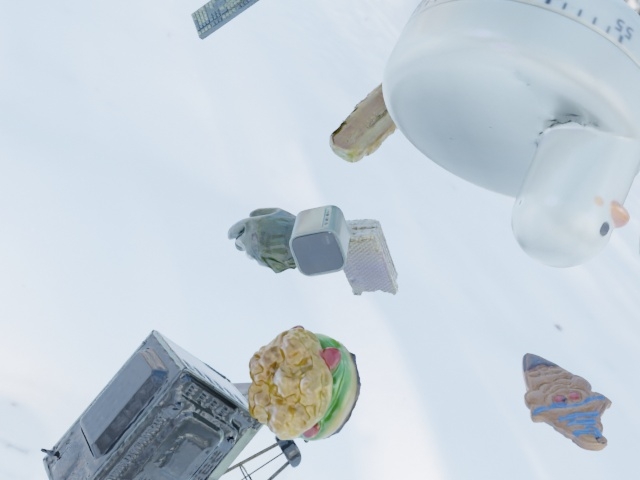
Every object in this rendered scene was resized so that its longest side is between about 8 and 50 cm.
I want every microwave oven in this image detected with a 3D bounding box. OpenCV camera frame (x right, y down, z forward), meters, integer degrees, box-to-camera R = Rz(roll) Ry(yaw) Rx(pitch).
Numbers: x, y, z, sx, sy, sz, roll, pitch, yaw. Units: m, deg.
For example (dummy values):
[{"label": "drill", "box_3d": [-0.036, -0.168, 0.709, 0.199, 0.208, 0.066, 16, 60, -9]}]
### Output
[{"label": "microwave oven", "box_3d": [-0.337, 0.418, 1.392, 0.286, 0.355, 0.218, 46, -9, -36]}]

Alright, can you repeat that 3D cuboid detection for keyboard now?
[{"label": "keyboard", "box_3d": [-0.156, -0.428, 1.212, 0.014, 0.176, 0.055, 7, 60, -63]}]

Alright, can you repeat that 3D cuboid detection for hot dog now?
[{"label": "hot dog", "box_3d": [0.126, -0.242, 1.226, 0.083, 0.068, 0.289, 38, 67, 17]}]

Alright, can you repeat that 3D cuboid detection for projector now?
[{"label": "projector", "box_3d": [0.000, 0.000, 1.111, 0.082, 0.083, 0.083, -79, 155, -57]}]

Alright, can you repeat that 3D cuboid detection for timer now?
[{"label": "timer", "box_3d": [0.162, -0.104, 0.574, 0.234, 0.240, 0.233, 25, -15, 7]}]

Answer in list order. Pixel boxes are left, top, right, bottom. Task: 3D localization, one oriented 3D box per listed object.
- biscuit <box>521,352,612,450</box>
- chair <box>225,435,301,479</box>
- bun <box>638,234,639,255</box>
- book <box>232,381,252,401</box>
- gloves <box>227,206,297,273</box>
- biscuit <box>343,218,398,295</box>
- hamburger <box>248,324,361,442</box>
[{"label": "biscuit", "box_3d": [0.532, 0.344, 1.492, 0.183, 0.043, 0.280, -10, 40, -13]}, {"label": "chair", "box_3d": [-0.151, 0.580, 1.731, 0.104, 0.222, 0.095, 56, -5, 7]}, {"label": "bun", "box_3d": [0.727, 0.037, 1.278, 0.259, 0.160, 0.259, 15, 32, -10]}, {"label": "book", "box_3d": [-0.161, 0.405, 1.776, 0.182, 0.014, 0.127, -2, 17, -6]}, {"label": "gloves", "box_3d": [-0.084, -0.001, 1.320, 0.107, 0.268, 0.135, 31, 68, -46]}, {"label": "biscuit", "box_3d": [0.094, 0.039, 1.446, 0.239, 0.108, 0.061, 65, 28, -51]}, {"label": "hamburger", "box_3d": [-0.048, 0.276, 1.328, 0.149, 0.237, 0.237, 21, 30, -45]}]
